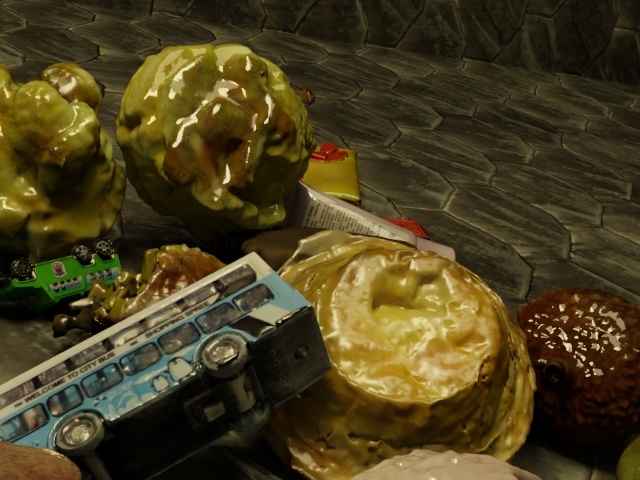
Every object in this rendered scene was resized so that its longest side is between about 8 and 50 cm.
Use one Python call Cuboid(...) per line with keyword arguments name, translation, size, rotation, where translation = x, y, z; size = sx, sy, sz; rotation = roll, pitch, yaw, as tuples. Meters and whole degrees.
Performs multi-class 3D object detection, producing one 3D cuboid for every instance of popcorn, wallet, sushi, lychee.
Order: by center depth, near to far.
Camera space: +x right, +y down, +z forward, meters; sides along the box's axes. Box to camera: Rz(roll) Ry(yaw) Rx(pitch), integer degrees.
Cuboid(name="sushi", translation=(-0.184, 0.083, 1.083), size=(0.179, 0.167, 0.296), rotation=(36, 30, -4))
Cuboid(name="lychee", translation=(0.307, 0.144, 1.134), size=(0.200, 0.200, 0.238), rotation=(27, 7, 31))
Cuboid(name="popcorn", translation=(-0.388, -0.098, 1.256), size=(0.276, 0.276, 0.225), rotation=(-11, 38, -44))
Cuboid(name="popcorn", translation=(-0.132, -0.133, 1.282), size=(0.293, 0.293, 0.237), rotation=(2, -13, -24))
Cuboid(name="wallet", translation=(0.003, -0.113, 1.726), size=(0.141, 0.067, 0.241), rotation=(9, 24, -4))

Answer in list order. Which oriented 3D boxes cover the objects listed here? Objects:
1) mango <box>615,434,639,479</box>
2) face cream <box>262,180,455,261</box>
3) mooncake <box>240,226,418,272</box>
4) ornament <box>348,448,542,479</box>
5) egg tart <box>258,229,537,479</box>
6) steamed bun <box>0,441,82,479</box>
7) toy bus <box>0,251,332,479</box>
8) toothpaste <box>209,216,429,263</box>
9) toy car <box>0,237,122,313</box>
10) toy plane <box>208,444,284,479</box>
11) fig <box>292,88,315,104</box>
Cuboid(name="mango", translation=(0.447, 0.248, 1.067), size=(0.267, 0.111, 0.133), rotation=(-3, 39, -21))
Cuboid(name="face cream", translation=(0.050, 0.018, 1.384), size=(0.274, 0.154, 0.096), rotation=(17, 0, -6))
Cuboid(name="mooncake", translation=(0.010, 0.055, 1.242), size=(0.228, 0.124, 0.228), rotation=(4, 11, -1))
Cuboid(name="ornament", translation=(0.076, 0.266, 0.648), size=(0.225, 0.259, 0.259), rotation=(32, 21, -9))
Cuboid(name="egg tart", translation=(0.076, 0.115, 1.003), size=(0.341, 0.129, 0.341), rotation=(4, 56, -6))
Cuboid(name="steamed bun", translation=(-0.269, 0.222, 0.720), size=(0.175, 0.145, 0.106), rotation=(-4, 27, -44))
Cuboid(name="toy bus", translation=(-0.145, 0.133, 0.877), size=(0.297, 0.106, 0.131), rotation=(-28, 41, -14))
Cuboid(name="toothpaste", translation=(0.000, 0.001, 1.449), size=(0.320, 0.076, 0.066), rotation=(5, 24, -16))
Cuboid(name="toy car", translation=(-0.319, 0.048, 1.178), size=(0.071, 0.062, 0.165), rotation=(-28, -8, 41))
Cuboid(name="toy plane", translation=(-0.036, 0.255, 0.864), size=(0.226, 0.058, 0.226), rotation=(-2, 33, -20))
Cuboid(name="fig", translation=(-0.127, -0.163, 1.537), size=(0.186, 0.249, 0.204), rotation=(21, 20, -1))
